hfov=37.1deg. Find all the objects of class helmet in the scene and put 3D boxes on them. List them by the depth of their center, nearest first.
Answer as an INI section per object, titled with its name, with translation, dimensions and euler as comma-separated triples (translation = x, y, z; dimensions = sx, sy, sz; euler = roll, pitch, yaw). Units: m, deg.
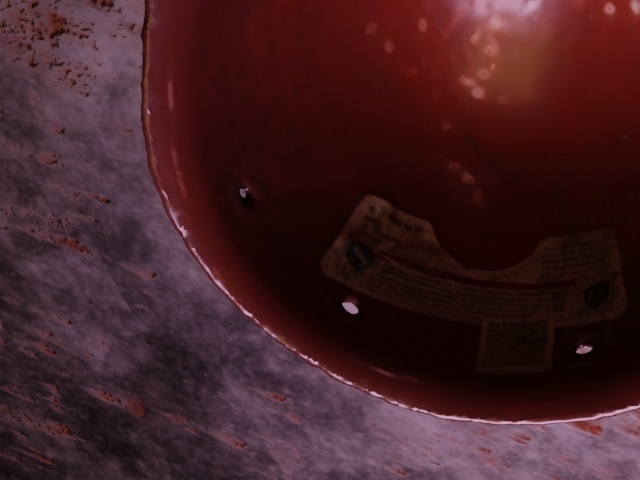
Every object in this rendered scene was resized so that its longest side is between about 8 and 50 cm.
[helmet]
translation = 0.098, -0.107, 0.533
dimensions = 0.338, 0.230, 0.384
euler = 6, 122, 20
